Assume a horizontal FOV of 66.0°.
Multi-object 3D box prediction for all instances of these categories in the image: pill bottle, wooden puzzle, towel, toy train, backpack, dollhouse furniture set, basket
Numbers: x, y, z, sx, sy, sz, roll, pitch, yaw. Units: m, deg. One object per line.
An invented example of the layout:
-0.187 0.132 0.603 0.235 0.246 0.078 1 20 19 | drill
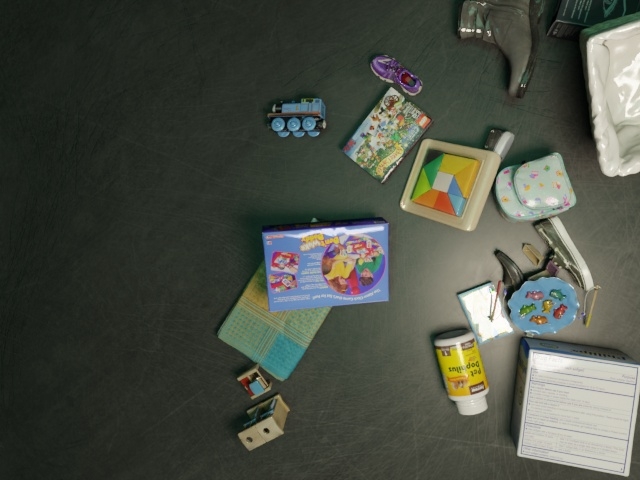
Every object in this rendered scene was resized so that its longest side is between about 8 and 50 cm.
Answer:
0.398 0.367 1.378 0.117 0.117 0.215 -15 88 13 | pill bottle
0.350 -0.161 1.372 0.238 0.044 0.221 23 97 38 | wooden puzzle
-0.125 0.218 1.539 0.271 0.040 0.370 33 97 10 | towel
-0.071 -0.373 1.494 0.184 0.080 0.105 2 83 15 | toy train
0.562 -0.134 1.314 0.188 0.144 0.166 -17 82 19 | backpack
-0.204 0.503 1.495 0.128 0.129 0.184 -31 99 12 | dollhouse furniture set
0.574 0.079 1.358 0.081 0.091 0.114 -22 55 -14 | dollhouse furniture set
0.788 -0.364 1.132 0.331 0.266 0.329 -10 111 24 | basket

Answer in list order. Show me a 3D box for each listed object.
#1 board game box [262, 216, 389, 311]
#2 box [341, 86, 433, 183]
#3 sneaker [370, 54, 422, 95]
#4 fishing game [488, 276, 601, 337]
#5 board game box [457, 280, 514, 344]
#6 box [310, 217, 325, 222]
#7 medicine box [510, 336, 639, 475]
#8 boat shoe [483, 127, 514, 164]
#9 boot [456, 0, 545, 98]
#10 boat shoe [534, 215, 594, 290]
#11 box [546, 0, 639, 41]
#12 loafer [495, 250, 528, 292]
0.016 0.066 1.395 0.346 0.078 0.234 -4 106 -6 | board game box
0.195 -0.305 1.447 0.159 0.044 0.233 40 100 9 | box
0.222 -0.487 1.423 0.169 0.071 0.068 33 98 11 | sneaker
0.597 0.185 1.322 0.263 0.041 0.189 5 118 5 | fishing game
0.469 0.207 1.404 0.103 0.026 0.154 -23 86 13 | board game box
0.000 0.000 1.477 0.101 0.087 0.102 36 98 9 | box
0.662 0.428 1.302 0.263 0.149 0.290 6 92 13 | medicine box
0.450 -0.210 1.378 0.076 0.080 0.229 33 103 30 | boat shoe
0.480 -0.555 1.352 0.222 0.118 0.339 9 82 16 | boot
0.656 0.042 1.336 0.070 0.078 0.219 -28 77 12 | boat shoe
0.726 -0.605 1.283 0.207 0.108 0.153 18 95 12 | box
0.535 0.106 1.371 0.061 0.062 0.170 -38 82 16 | loafer
